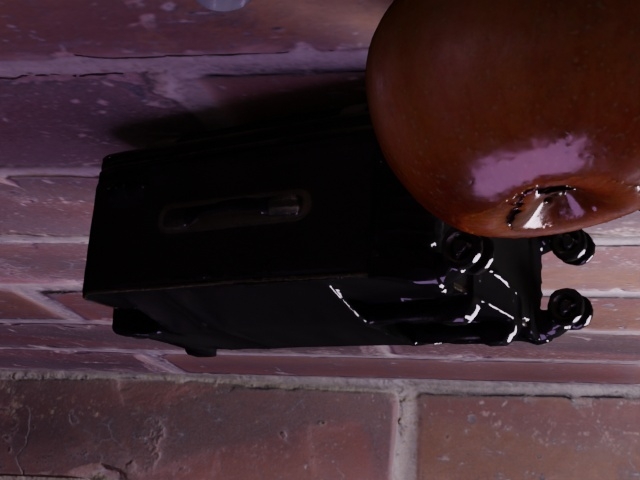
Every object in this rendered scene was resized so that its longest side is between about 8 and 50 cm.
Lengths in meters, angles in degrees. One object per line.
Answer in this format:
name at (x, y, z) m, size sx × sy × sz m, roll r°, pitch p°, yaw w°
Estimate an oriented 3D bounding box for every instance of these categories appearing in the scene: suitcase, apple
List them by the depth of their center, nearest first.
apple at (0.148, -0.091, 0.735) m, size 0.235 × 0.173 × 0.210 m, roll -8°, pitch 161°, yaw 31°
suitcase at (0.000, 0.000, 1.040) m, size 0.434 × 0.194 × 0.283 m, roll -7°, pitch 161°, yaw 33°

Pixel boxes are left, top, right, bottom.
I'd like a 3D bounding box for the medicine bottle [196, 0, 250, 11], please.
medicine bottle at (-0.039, -0.203, 0.505) m, size 0.110 × 0.110 × 0.352 m, roll 5°, pitch 164°, yaw -6°
